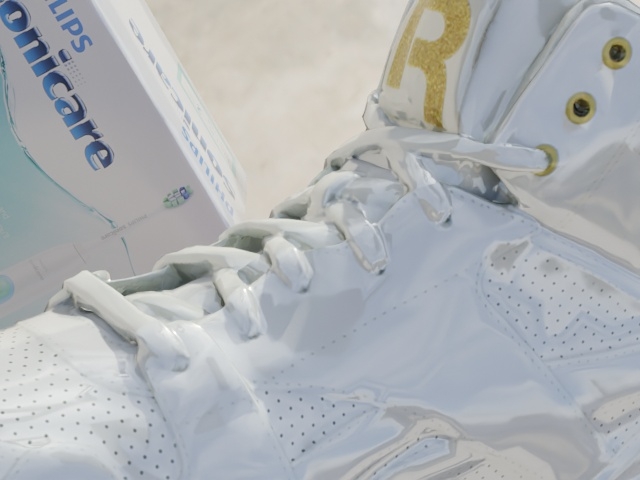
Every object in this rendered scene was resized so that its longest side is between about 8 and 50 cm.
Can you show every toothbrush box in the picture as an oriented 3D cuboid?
[{"bbox_3d":[-0.218,-0.037,1.123,0.216,0.295,0.126,59,11,-20],"label":"toothbrush box"}]

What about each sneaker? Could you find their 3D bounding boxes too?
[{"bbox_3d":[0.000,0.000,0.509,0.292,0.169,0.108,-1,17,-35],"label":"sneaker"}]
